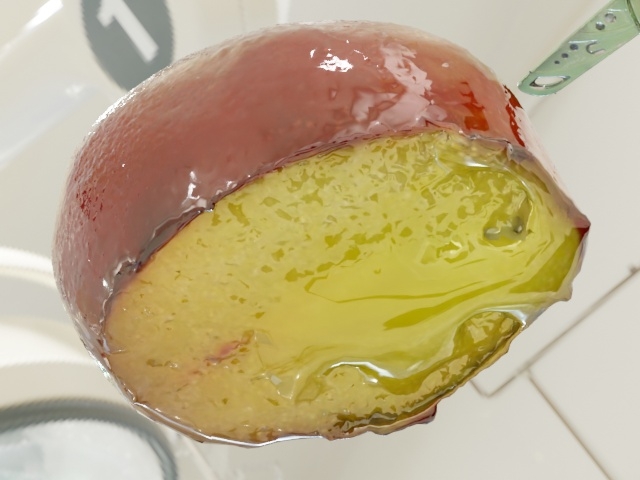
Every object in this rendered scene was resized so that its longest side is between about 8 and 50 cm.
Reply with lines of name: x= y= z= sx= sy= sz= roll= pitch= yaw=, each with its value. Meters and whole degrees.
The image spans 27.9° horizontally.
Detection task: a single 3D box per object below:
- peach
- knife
peach: x=0.000 y=0.000 z=0.819 sx=0.338 sy=0.281 sz=0.281 roll=5 pitch=18 yaw=38
knife: x=0.256 y=-0.188 z=1.019 sx=0.293 sy=0.043 sz=0.020 roll=-38 pitch=26 yaw=49
